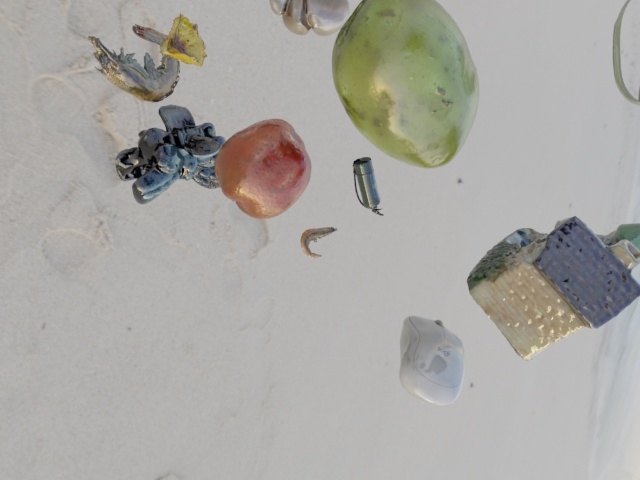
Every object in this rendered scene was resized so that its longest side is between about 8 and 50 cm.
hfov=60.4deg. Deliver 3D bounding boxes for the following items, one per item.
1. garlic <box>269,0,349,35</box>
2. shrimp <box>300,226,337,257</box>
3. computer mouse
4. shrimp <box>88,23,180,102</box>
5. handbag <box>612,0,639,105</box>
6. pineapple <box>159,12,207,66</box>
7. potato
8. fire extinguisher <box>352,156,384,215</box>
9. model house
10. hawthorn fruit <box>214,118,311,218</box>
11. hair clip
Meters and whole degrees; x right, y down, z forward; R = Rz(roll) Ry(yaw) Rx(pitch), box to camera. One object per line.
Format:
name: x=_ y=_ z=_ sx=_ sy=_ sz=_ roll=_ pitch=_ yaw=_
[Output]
garlic: x=-0.038 y=-0.778 z=1.806 sx=0.132 sy=0.279 sz=0.325 roll=125 pitch=-34 yaw=-58
shrimp: x=0.000 y=0.000 z=1.616 sx=0.127 sy=0.025 sz=0.091 roll=-22 pitch=101 yaw=-21
computer mouse: x=0.296 y=0.294 z=1.454 sx=0.297 sy=0.184 sz=0.121 roll=-61 pitch=175 yaw=-54
shrimp: x=-0.412 y=-0.418 z=1.269 sx=0.173 sy=0.058 sz=0.253 roll=-56 pitch=152 yaw=-4
handbag: x=0.699 y=-0.383 z=1.103 sx=0.079 sy=0.219 sz=0.256 roll=-56 pitch=152 yaw=-88
pineapple: x=-0.313 y=-0.419 z=1.194 sx=0.114 sy=0.114 sz=0.077 roll=61 pitch=43 yaw=-32
potato: x=0.138 y=-0.246 z=0.865 sx=0.215 sy=0.216 sz=0.304 roll=-62 pitch=144 yaw=-11
fire extinguisher: x=0.063 y=-0.071 z=0.751 sx=0.025 sy=0.038 sz=0.083 roll=-42 pitch=125 yaw=-39
model house: x=0.508 y=0.057 z=1.108 sx=0.298 sy=0.243 sz=0.284 roll=-30 pitch=172 yaw=-42
hawthorn fruit: x=-0.105 y=-0.137 z=1.026 sx=0.189 sy=0.189 sz=0.189 roll=-32 pitch=132 yaw=-43
hair clip: x=-0.367 y=-0.221 z=1.437 sx=0.310 sy=0.194 sz=0.206 roll=-21 pitch=154 yaw=-45
